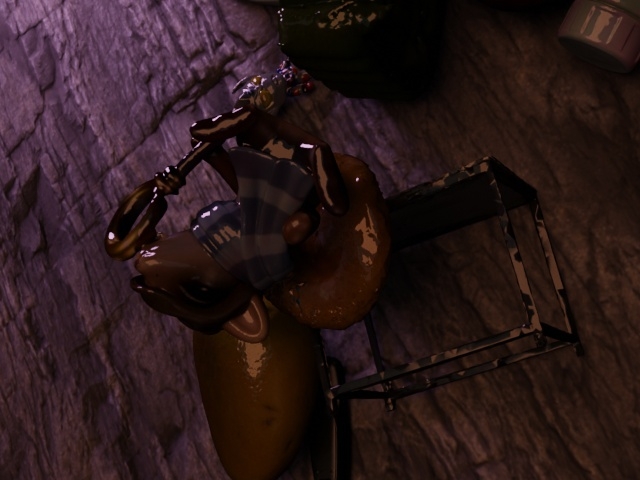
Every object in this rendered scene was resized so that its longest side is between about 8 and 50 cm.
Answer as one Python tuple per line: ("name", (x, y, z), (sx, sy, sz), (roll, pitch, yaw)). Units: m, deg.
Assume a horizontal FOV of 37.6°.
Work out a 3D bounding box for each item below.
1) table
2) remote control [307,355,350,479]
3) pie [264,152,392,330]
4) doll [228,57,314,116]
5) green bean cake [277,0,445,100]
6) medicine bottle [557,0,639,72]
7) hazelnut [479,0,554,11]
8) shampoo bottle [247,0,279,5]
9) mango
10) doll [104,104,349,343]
("table", (0.172, 0.082, 1.398), (0.335, 0.222, 0.272), (-22, 71, 25))
("remote control", (0.011, 0.301, 1.546), (0.072, 0.042, 0.222), (-12, 75, 29))
("pie", (-0.001, -0.001, 1.344), (0.273, 0.069, 0.274), (-11, 72, 39))
("doll", (-0.089, -0.271, 1.705), (0.194, 0.062, 0.104), (-31, 85, 10))
("green bean cake", (0.089, -0.409, 1.491), (0.218, 0.319, 0.335), (7, 88, 27))
("medicine bottle", (0.442, -0.347, 1.384), (0.135, 0.135, 0.169), (28, 94, 30))
("hazelnut", (0.297, -0.469, 1.447), (0.251, 0.217, 0.217), (30, 95, 42))
("shampoo bottle", (-0.104, -0.508, 1.751), (0.359, 0.078, 0.134), (21, 94, 30))
("mango", (-0.111, 0.219, 1.531), (0.253, 0.182, 0.365), (-6, 79, 60))
("doll", (-0.123, -0.033, 1.272), (0.340, 0.209, 0.318), (-58, 46, 17))
